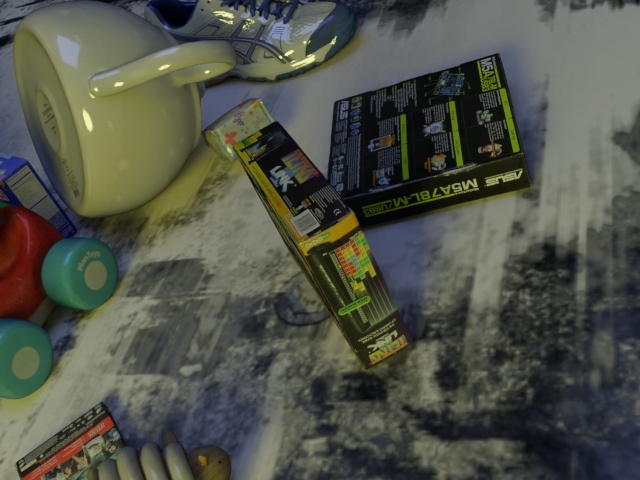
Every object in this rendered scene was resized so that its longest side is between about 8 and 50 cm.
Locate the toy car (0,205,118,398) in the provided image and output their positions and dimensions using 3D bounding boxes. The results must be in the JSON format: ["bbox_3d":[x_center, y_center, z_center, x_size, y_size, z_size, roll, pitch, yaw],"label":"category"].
[{"bbox_3d":[-0.364,0.007,0.777,0.219,0.238,0.210,3,45,33],"label":"toy car"}]

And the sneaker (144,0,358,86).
[{"bbox_3d":[-0.102,-0.282,1.067,0.297,0.131,0.112,-6,39,23],"label":"sneaker"}]

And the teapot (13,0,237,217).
[{"bbox_3d":[-0.213,-0.156,0.910,0.187,0.252,0.256,-20,49,-28],"label":"teapot"}]

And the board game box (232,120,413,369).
[{"bbox_3d":[0.000,0.000,0.655,0.048,0.141,0.170,-31,37,-3],"label":"board game box"}]

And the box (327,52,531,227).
[{"bbox_3d":[0.100,-0.099,0.801,0.184,0.045,0.190,-12,38,13],"label":"box"}]

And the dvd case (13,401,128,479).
[{"bbox_3d":[-0.189,0.188,0.644,0.087,0.013,0.119,-36,37,-13],"label":"dvd case"}]

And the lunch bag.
[{"bbox_3d":[-0.094,-0.125,0.934,0.071,0.053,0.083,-37,20,-13],"label":"lunch bag"}]

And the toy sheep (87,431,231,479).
[{"bbox_3d":[-0.121,0.180,0.557,0.132,0.091,0.091,-28,37,-11],"label":"toy sheep"}]

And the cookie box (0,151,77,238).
[{"bbox_3d":[-0.342,-0.047,0.938,0.092,0.107,0.040,16,53,42],"label":"cookie box"}]
